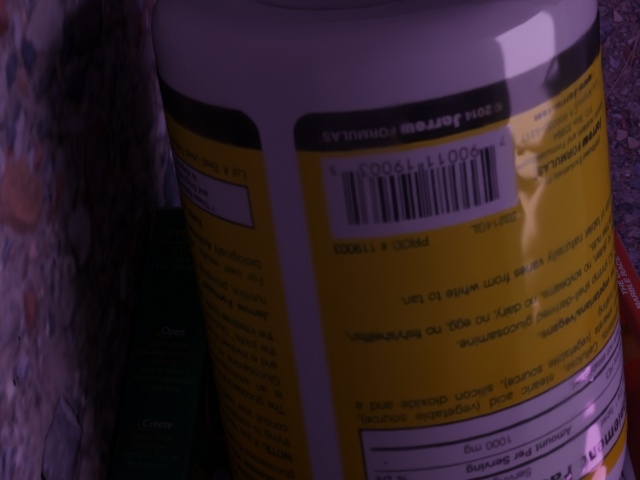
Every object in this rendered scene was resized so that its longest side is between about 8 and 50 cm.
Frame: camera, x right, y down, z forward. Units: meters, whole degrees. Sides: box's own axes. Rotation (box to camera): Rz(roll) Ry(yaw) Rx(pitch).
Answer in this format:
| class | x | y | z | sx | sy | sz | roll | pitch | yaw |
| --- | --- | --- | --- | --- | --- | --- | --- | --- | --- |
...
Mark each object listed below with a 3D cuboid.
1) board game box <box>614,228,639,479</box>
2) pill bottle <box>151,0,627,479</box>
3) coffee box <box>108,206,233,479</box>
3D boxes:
| class | x | y | z | sx | sy | sz | roll | pitch | yaw |
| --- | --- | --- | --- | --- | --- | --- | --- | --- | --- |
| board game box | 0.095 | 0.130 | 0.972 | 0.281 | 0.027 | 0.145 | -49 | -127 | 42 |
| pill bottle | 0.041 | 0.032 | 0.811 | 0.188 | 0.187 | 0.334 | -67 | 152 | -60 |
| coffee box | -0.063 | 0.088 | 0.876 | 0.113 | 0.040 | 0.184 | 60 | 35 | -66 |
